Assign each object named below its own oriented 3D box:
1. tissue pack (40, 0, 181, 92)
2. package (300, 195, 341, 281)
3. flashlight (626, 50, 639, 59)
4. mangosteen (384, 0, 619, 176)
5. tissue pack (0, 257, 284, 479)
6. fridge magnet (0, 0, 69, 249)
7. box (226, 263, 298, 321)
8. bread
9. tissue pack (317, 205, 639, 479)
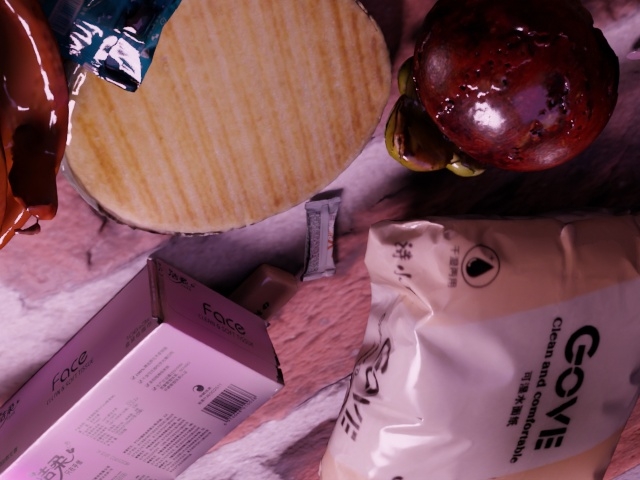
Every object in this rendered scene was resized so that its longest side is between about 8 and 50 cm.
[{"bbox_3d":[-0.119,-0.168,0.665,0.085,0.028,0.138,27,100,-22],"label":"tissue pack"},{"bbox_3d":[0.000,0.000,0.978,0.037,0.015,0.110,-15,142,-15],"label":"package"},{"bbox_3d":[0.327,-0.162,0.964,0.052,0.031,0.110,-4,167,41],"label":"flashlight"},{"bbox_3d":[0.135,-0.121,0.811,0.180,0.166,0.166,-31,144,29],"label":"mangosteen"},{"bbox_3d":[-0.174,0.146,0.970,0.246,0.092,0.148,-41,127,20],"label":"tissue pack"},{"bbox_3d":[-0.328,-0.060,0.609,0.363,0.155,0.364,-13,141,-11],"label":"fridge magnet"},{"bbox_3d":[-0.073,0.070,1.011,0.115,0.025,0.048,-44,140,21],"label":"box"},{"bbox_3d":[-0.074,-0.105,0.796,0.266,0.040,0.267,-15,140,-13],"label":"bread"},{"bbox_3d":[0.189,0.119,1.096,0.389,0.195,0.376,-3,124,-26],"label":"tissue pack"}]
